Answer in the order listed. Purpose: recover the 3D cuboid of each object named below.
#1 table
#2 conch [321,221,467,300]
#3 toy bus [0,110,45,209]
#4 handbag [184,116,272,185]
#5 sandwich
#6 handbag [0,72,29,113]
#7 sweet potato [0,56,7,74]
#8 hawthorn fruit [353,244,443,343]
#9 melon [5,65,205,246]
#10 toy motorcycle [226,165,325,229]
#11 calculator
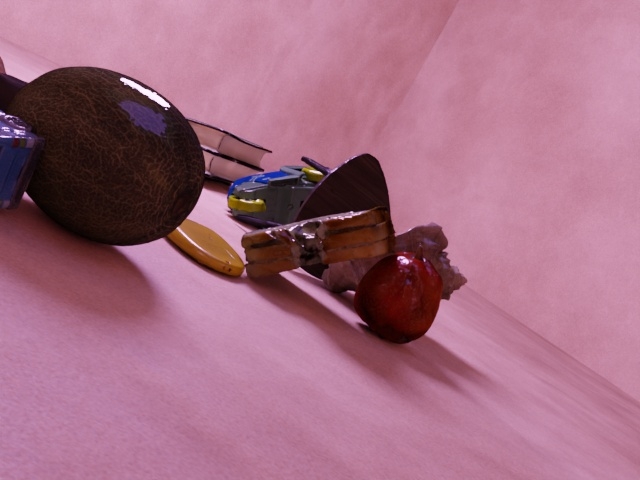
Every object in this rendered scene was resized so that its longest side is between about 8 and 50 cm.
[{"bbox_3d":[-0.006,-0.072,2.008,0.317,0.317,0.249,23,-4,-40],"label":"table"},{"bbox_3d":[0.180,0.081,1.829,0.324,0.263,0.186,-10,45,-25],"label":"conch"},{"bbox_3d":[-0.490,-0.143,1.086,0.234,0.116,0.133,33,17,19],"label":"toy bus"},{"bbox_3d":[-0.327,-0.260,2.478,0.237,0.160,0.358,26,5,18],"label":"handbag"},{"bbox_3d":[0.000,0.002,1.587,0.273,0.095,0.249,-10,0,11],"label":"sandwich"},{"bbox_3d":[-0.482,-0.203,1.616,0.285,0.113,0.257,25,-2,26],"label":"handbag"},{"bbox_3d":[-0.738,-0.369,1.832,0.385,0.109,0.109,35,9,37],"label":"sweet potato"},{"bbox_3d":[0.160,0.116,1.661,0.173,0.179,0.173,58,-5,8],"label":"hawthorn fruit"},{"bbox_3d":[-0.312,-0.126,1.205,0.302,0.237,0.237,32,7,18],"label":"melon"},{"bbox_3d":[-0.123,-0.108,2.199,0.326,0.191,0.200,0,15,-37],"label":"toy motorcycle"},{"bbox_3d":[-0.218,0.002,1.517,0.146,0.032,0.235,24,10,-40],"label":"calculator"}]
